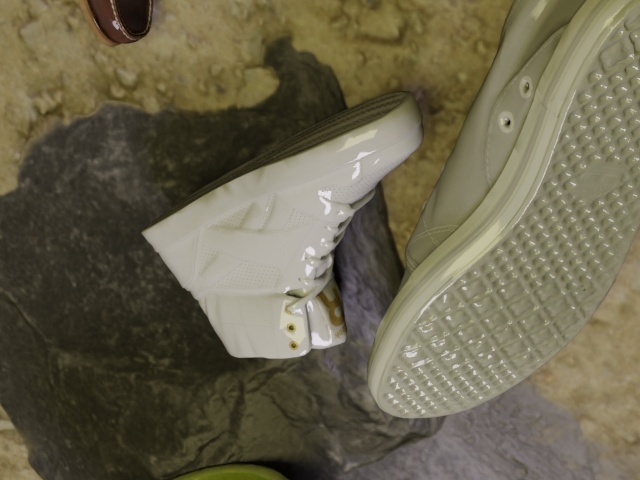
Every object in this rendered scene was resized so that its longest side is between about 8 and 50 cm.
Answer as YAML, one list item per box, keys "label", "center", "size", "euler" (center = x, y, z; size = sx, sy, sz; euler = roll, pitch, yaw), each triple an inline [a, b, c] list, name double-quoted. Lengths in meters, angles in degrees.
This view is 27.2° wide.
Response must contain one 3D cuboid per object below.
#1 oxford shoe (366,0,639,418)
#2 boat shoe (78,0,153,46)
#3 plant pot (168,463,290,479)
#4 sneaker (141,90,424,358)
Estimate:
- label: "oxford shoe"
  center: [0.153, -0.036, 1.004]
  size: [0.130, 0.169, 0.449]
  euler: [64, 142, 43]
- label: "boat shoe"
  center: [-0.166, -0.262, 1.074]
  size: [0.073, 0.073, 0.207]
  euler: [-1, 109, 26]
- label: "plant pot"
  center: [-0.089, 0.391, 1.207]
  size: [0.276, 0.276, 0.254]
  euler: [-15, 114, 27]
- label: "sneaker"
  center: [0.000, 0.000, 1.094]
  size: [0.292, 0.108, 0.169]
  euler: [-26, 100, 39]
